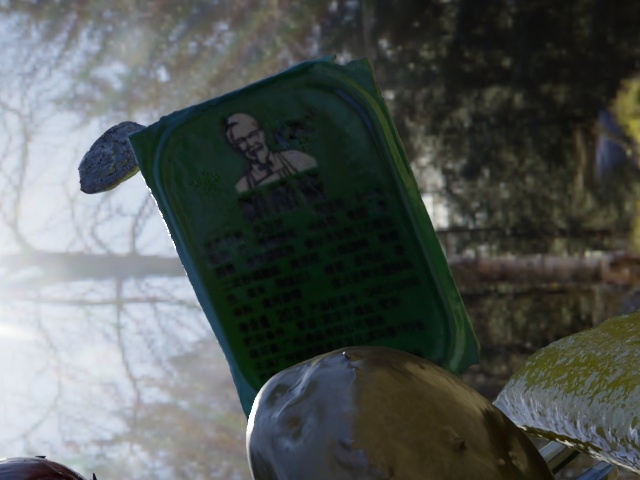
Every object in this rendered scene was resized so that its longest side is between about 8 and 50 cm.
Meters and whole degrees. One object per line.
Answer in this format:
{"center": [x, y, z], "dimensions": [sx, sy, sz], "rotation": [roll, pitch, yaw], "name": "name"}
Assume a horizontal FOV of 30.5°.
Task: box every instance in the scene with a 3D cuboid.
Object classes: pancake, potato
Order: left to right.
{"center": [-0.225, -0.093, 1.291], "dimensions": [0.017, 0.108, 0.108], "rotation": [55, -152, -39], "name": "pancake"}
{"center": [0.048, 0.150, 0.611], "dimensions": [0.160, 0.178, 0.235], "rotation": [-47, -56, -24], "name": "potato"}

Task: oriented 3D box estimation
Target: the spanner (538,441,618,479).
{"center": [0.182, 0.309, 1.228], "dimensions": [0.095, 0.325, 0.040], "rotation": [60, 162, -20], "name": "spanner"}

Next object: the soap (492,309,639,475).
{"center": [0.301, 0.081, 0.677], "dimensions": [0.427, 0.306, 0.115], "rotation": [178, 87, -69], "name": "soap"}

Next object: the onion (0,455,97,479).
{"center": [-0.228, 0.319, 0.912], "dimensions": [0.314, 0.232, 0.314], "rotation": [-179, 90, -86], "name": "onion"}

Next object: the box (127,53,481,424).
{"center": [0.000, 0.000, 1.137], "dimensions": [0.337, 0.264, 0.106], "rotation": [69, -154, -10], "name": "box"}
